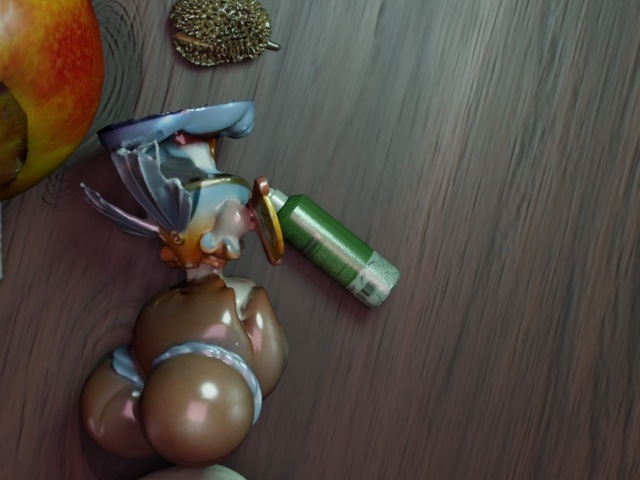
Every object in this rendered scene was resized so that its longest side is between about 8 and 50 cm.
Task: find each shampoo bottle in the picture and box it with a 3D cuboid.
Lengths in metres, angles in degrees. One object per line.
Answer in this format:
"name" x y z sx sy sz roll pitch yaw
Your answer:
"shampoo bottle" 0.000 0.000 1.845 0.204 0.065 0.065 39 85 -5

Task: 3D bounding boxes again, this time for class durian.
"durian" -0.108 -0.256 1.829 0.140 0.071 0.110 18 88 -12

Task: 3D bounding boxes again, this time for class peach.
"peach" -0.401 -0.215 1.647 0.370 0.370 0.370 0 90 -7

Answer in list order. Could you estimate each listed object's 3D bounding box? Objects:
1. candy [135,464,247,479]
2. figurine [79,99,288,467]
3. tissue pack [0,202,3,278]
"candy" -0.152 0.405 1.761 0.295 0.185 0.295 0 79 -1
"figurine" -0.152 0.048 1.740 0.248 0.277 0.388 -12 94 -31
"tissue pack" -0.429 -0.023 1.789 0.109 0.060 0.148 -1 89 -6
